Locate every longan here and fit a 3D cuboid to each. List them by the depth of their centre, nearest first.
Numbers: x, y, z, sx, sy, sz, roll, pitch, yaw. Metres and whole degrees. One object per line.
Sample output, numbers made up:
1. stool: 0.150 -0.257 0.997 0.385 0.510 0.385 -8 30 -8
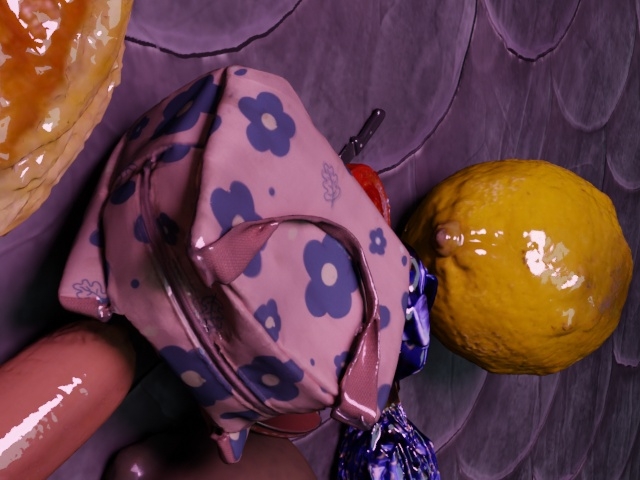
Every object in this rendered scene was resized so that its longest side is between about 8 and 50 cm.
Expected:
1. longan: -0.090 0.237 0.696 0.204 0.159 0.185 30 44 -11

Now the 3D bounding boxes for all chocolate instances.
1. chocolate: 0.074 0.158 0.912 0.148 0.126 0.344 -88 175 -73

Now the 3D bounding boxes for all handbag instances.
1. handbag: -0.058 0.028 0.606 0.251 0.190 0.193 51 29 -29

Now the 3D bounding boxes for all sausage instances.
1. sausage: -0.236 0.151 0.536 0.289 0.086 0.086 -40 127 -40

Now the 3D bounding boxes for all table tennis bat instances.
1. table tennis bat: -0.039 0.136 0.762 0.220 0.130 0.019 20 116 -47

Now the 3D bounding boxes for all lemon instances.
1. lemon: 0.234 0.028 0.974 0.322 0.268 0.268 37 67 -55

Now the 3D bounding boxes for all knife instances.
1. knife: 0.029 -0.093 0.896 0.170 0.010 0.023 -55 136 -28

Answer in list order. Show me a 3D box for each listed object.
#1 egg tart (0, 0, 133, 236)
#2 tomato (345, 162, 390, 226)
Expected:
1. egg tart: -0.245 -0.178 0.388 0.351 0.153 0.340 19 91 -46
2. tomato: 0.000 0.000 0.806 0.159 0.091 0.139 -63 141 -36
